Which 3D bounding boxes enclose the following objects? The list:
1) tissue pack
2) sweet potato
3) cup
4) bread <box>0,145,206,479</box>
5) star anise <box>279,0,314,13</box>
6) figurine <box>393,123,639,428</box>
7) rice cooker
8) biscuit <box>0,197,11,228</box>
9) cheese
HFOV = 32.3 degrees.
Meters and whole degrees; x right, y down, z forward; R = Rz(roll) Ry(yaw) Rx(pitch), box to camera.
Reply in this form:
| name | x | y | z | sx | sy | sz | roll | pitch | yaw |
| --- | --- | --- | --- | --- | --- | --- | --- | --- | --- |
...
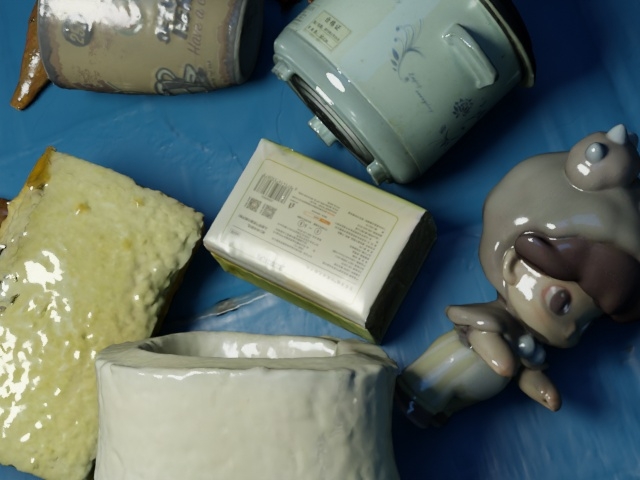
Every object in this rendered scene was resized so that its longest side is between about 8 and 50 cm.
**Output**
| name | x | y | z | sx | sy | sz | roll | pitch | yaw |
| --- | --- | --- | --- | --- | --- | --- | --- | --- | --- |
| tissue pack | 0.000 | 0.000 | 1.331 | 0.234 | 0.125 | 0.159 | 24 | 78 | 21 |
| sweet potato | -0.380 | -0.334 | 1.591 | 0.066 | 0.072 | 0.314 | 5 | 72 | 31 |
| cup | -0.204 | -0.315 | 1.490 | 0.257 | 0.227 | 0.301 | 12 | 42 | 5 |
| bread | -0.312 | 0.090 | 1.333 | 0.237 | 0.165 | 0.375 | 24 | 74 | -3 |
| star anise | -0.027 | -0.431 | 1.489 | 0.148 | 0.237 | 0.346 | -21 | 52 | -40 |
| figurine | 0.235 | 0.055 | 1.212 | 0.380 | 0.248 | 0.203 | -47 | 42 | 6 |
| rice cooker | 0.109 | -0.231 | 1.324 | 0.317 | 0.264 | 0.316 | -30 | 32 | 21 |
| biscuit | -0.512 | 0.093 | 1.470 | 0.359 | 0.046 | 0.359 | -5 | 68 | 13 |
| cheese | -0.070 | 0.182 | 1.174 | 0.332 | 0.292 | 0.153 | 2 | 92 | 17 |
